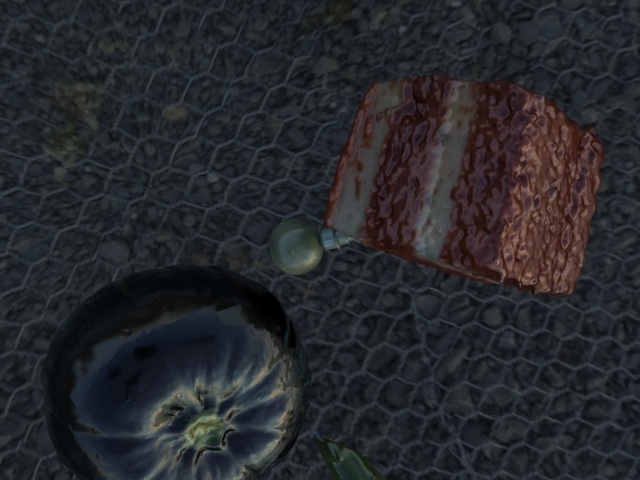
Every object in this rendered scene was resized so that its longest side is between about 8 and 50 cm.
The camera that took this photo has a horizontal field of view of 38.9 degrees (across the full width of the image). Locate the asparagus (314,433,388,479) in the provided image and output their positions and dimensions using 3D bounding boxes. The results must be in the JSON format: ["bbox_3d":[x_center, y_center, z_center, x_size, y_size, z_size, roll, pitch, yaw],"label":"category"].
[{"bbox_3d":[0.099,0.443,1.419,0.085,0.082,0.343,-20,69,-35],"label":"asparagus"}]

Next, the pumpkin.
[{"bbox_3d":[-0.168,0.167,1.071,0.315,0.238,0.315,-7,106,-26],"label":"pumpkin"}]

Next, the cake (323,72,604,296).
[{"bbox_3d":[0.205,-0.083,1.309,0.269,0.320,0.270,17,86,-50],"label":"cake"}]

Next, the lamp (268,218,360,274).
[{"bbox_3d":[0.000,0.000,1.453,0.163,0.091,0.091,-14,97,16],"label":"lamp"}]
